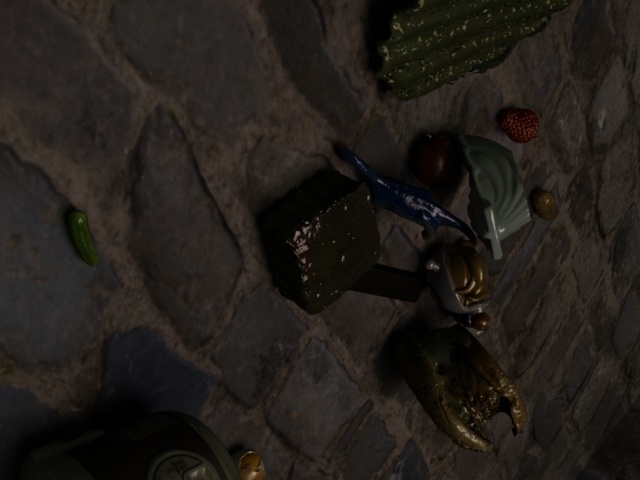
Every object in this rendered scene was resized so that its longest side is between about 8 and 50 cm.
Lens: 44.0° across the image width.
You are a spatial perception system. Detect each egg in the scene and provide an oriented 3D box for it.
[{"bbox_3d":[-0.138,0.403,1.376,0.083,0.071,0.071,-29,132,-24],"label":"egg"}]

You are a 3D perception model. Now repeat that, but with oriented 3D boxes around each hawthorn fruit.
[{"bbox_3d":[0.202,-0.146,1.393,0.081,0.081,0.093,-22,126,-37],"label":"hawthorn fruit"}]

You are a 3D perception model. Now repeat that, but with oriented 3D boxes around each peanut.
[{"bbox_3d":[0.509,-0.079,1.786,0.054,0.054,0.113,-54,143,-7],"label":"peanut"}]

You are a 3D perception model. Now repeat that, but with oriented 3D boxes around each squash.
[{"bbox_3d":[-0.296,-0.001,0.987,0.027,0.027,0.089,-32,137,-30],"label":"squash"}]

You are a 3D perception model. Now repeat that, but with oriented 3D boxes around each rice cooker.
[{"bbox_3d":[-0.262,0.390,1.079,0.276,0.288,0.289,-14,123,-41],"label":"rice cooker"}]

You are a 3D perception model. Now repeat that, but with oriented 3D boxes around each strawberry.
[{"bbox_3d":[0.387,-0.229,1.549,0.083,0.073,0.073,27,93,-36],"label":"strawberry"}]

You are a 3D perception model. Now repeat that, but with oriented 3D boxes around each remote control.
[{"bbox_3d":[0.122,0.078,1.489,0.245,0.025,0.063,14,99,-50],"label":"remote control"}]

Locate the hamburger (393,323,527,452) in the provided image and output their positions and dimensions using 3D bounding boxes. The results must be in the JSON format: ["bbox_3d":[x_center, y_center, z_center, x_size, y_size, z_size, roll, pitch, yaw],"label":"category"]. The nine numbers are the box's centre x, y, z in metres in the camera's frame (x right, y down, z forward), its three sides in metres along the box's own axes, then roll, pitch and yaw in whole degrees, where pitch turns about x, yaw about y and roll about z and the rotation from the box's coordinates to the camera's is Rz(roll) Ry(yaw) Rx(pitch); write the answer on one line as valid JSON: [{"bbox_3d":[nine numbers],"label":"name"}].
[{"bbox_3d":[0.263,0.270,1.565,0.167,0.288,0.192,-37,126,1],"label":"hamburger"}]

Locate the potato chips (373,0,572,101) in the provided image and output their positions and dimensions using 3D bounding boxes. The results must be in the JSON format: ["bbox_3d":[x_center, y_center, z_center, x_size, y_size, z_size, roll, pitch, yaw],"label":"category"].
[{"bbox_3d":[0.275,-0.372,1.238,0.429,0.070,0.358,-22,158,-24],"label":"potato chips"}]

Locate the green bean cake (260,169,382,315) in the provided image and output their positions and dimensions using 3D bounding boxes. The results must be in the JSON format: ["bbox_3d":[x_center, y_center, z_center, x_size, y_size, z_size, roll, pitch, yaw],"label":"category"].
[{"bbox_3d":[0.000,0.000,1.251,0.173,0.094,0.181,-38,136,-25],"label":"green bean cake"}]

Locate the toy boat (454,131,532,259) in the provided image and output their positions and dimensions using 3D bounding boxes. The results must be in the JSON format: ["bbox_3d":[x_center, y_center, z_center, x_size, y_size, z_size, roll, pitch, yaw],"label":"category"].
[{"bbox_3d":[0.303,-0.086,1.390,0.100,0.290,0.200,-15,121,13],"label":"toy boat"}]

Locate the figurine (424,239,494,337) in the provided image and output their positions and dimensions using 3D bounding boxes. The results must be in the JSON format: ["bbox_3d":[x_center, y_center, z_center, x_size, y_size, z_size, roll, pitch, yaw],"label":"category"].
[{"bbox_3d":[0.288,0.096,1.612,0.274,0.133,0.194,43,38,-75],"label":"figurine"}]

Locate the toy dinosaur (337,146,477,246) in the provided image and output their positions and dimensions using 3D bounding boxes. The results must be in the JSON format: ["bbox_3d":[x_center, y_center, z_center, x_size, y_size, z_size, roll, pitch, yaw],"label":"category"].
[{"bbox_3d":[0.147,-0.071,1.297,0.075,0.247,0.188,-63,164,-18],"label":"toy dinosaur"}]
